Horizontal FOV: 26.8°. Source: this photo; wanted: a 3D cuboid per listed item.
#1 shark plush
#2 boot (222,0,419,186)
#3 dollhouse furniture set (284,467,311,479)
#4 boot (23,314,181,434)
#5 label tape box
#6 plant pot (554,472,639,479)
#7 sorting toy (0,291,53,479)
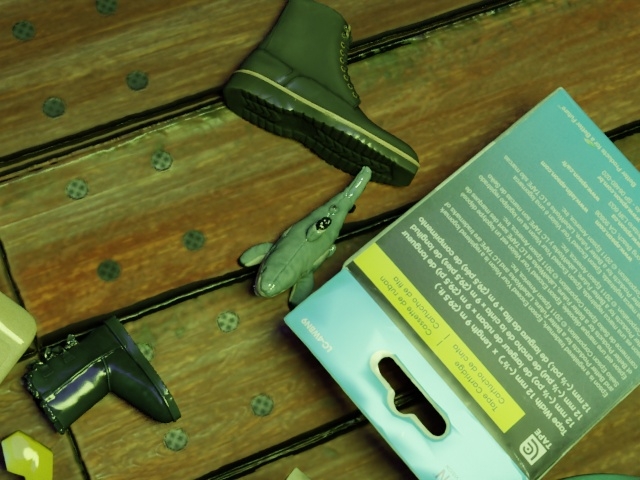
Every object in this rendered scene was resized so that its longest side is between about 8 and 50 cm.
[{"bbox_3d":[0.000,0.000,1.233,0.161,0.067,0.073,-36,82,-17],"label":"shark plush"},{"bbox_3d":[0.025,-0.149,1.282,0.198,0.077,0.137,29,66,-1],"label":"boot"},{"bbox_3d":[-0.043,0.309,1.079,0.129,0.129,0.184,40,54,3],"label":"dollhouse furniture set"},{"bbox_3d":[-0.193,0.133,1.175,0.099,0.045,0.121,-34,77,-18],"label":"boot"},{"bbox_3d":[0.169,0.065,1.222,0.347,0.115,0.249,-39,83,-15],"label":"label tape box"},{"bbox_3d":[0.293,0.333,1.046,0.341,0.334,0.341,3,73,-10],"label":"plant pot"},{"bbox_3d":[-0.343,0.127,1.101,0.307,0.041,0.229,38,83,-11],"label":"sorting toy"}]
